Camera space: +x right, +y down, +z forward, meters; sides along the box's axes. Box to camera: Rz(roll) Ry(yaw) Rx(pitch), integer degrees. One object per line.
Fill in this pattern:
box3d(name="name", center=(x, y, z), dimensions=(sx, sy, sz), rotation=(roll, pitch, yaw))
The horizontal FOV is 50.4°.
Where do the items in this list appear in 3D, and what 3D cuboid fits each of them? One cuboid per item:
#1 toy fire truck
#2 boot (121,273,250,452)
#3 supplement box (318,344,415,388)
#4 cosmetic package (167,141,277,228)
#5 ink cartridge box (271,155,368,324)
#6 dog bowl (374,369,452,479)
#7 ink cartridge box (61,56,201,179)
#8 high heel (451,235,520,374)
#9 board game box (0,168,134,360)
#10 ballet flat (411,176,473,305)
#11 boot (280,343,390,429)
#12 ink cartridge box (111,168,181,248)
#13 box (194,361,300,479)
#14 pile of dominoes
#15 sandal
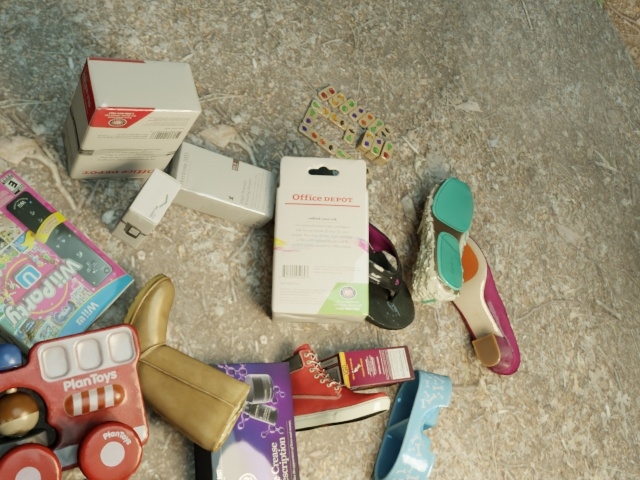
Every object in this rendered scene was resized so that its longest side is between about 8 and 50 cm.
box3d(name="toy fire truck", center=(-0.437, 0.283, 1.120), dimensions=(0.302, 0.169, 0.254), rotation=(-9, 86, -26))
box3d(name="boot", center=(-0.247, 0.221, 1.263), dimensions=(0.269, 0.089, 0.236), rotation=(26, 81, 13))
box3d(name="supplement box", center=(0.101, 0.289, 1.516), dimensions=(0.188, 0.104, 0.081), rotation=(0, 71, -32))
box3d(name="cosmetic package", center=(-0.218, -0.119, 1.500), dimensions=(0.231, 0.085, 0.118), rotation=(17, 63, -26))
box3d(name="ink cartridge box", center=(0.000, 0.000, 1.504), dimensions=(0.207, 0.119, 0.354), rotation=(3, 73, -2))
box3d(name="dog bowl", center=(0.200, 0.418, 1.497), dimensions=(0.074, 0.166, 0.297), rotation=(27, 59, -6))
box3d(name="ink cartridge box", center=(-0.378, -0.230, 1.333), dimensions=(0.196, 0.273, 0.114), rotation=(-5, 70, -33))
box3d(name="high heel", center=(0.424, 0.168, 1.786), dimensions=(0.181, 0.127, 0.378), rotation=(27, 50, -53))
box3d(name="board game box", center=(-0.532, 0.055, 1.234), dimensions=(0.303, 0.097, 0.224), rotation=(44, 55, -10))
box3d(name="ballet flat", center=(0.292, 0.000, 1.722), dimensions=(0.147, 0.147, 0.409), rotation=(35, 44, -15))
box3d(name="boot", center=(0.020, 0.289, 1.395), dimensions=(0.088, 0.244, 0.176), rotation=(28, 52, -56))
box3d(name="ink cartridge box", center=(-0.349, -0.062, 1.356), dimensions=(0.063, 0.150, 0.109), rotation=(34, 57, -16))
box3d(name="box", center=(-0.149, 0.378, 1.334), dimensions=(0.184, 0.103, 0.262), rotation=(3, 70, -28))
box3d(name="pile of dominoes", center=(0.081, -0.295, 1.777), dimensions=(0.251, 0.040, 0.196), rotation=(32, 58, -17))
box3d(name="sandal", center=(0.094, 0.016, 1.619), dimensions=(0.167, 0.107, 0.446), rotation=(-29, 88, -36))
